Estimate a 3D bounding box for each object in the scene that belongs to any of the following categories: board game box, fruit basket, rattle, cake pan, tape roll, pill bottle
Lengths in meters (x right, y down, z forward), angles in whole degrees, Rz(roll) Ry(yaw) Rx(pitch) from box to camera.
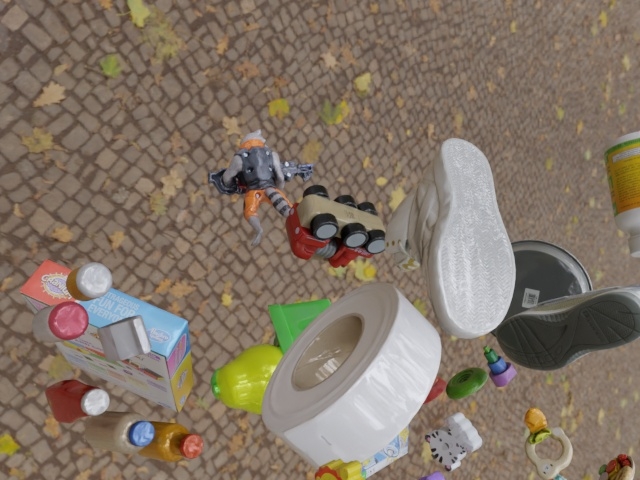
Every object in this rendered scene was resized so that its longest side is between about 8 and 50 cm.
[{"bbox_3d":[-0.341,0.178,0.919,0.316,0.242,0.064,109,5,-57],"label":"board game box"},{"bbox_3d":[-0.084,0.360,1.411,0.392,0.392,0.283,-54,150,-25],"label":"fruit basket"},{"bbox_3d":[0.621,0.582,1.469,0.199,0.130,0.142,-71,158,-44],"label":"rattle"},{"bbox_3d":[0.133,0.426,1.188,0.201,0.035,0.136,0,93,-53],"label":"board game box"},{"bbox_3d":[0.532,0.144,1.377,0.054,0.293,0.293,-13,105,-65],"label":"cake pan"},{"bbox_3d":[0.041,0.199,0.824,0.100,0.286,0.286,46,62,-15],"label":"tape roll"},{"bbox_3d":[0.685,-0.094,1.131,0.136,0.136,0.245,14,69,-44],"label":"pill bottle"}]

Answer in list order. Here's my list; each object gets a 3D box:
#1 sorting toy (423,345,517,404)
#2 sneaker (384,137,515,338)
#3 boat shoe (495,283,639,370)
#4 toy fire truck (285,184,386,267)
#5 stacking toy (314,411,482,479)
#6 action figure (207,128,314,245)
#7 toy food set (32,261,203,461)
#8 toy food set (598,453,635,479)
[{"bbox_3d":[0.364,0.362,1.518,0.127,0.366,0.126,-34,92,-42],"label":"sorting toy"},{"bbox_3d":[0.159,0.022,0.720,0.108,0.169,0.292,19,51,-12],"label":"sneaker"},{"bbox_3d":[0.463,0.156,0.996,0.103,0.320,0.118,-19,76,-34],"label":"boat shoe"},{"bbox_3d":[0.000,0.000,1.255,0.217,0.246,0.158,15,41,-33],"label":"toy fire truck"},{"bbox_3d":[0.114,0.254,0.429,0.167,0.221,0.052,-3,137,-44],"label":"stacking toy"},{"bbox_3d":[-0.127,-0.172,1.556,0.341,0.178,0.330,-18,77,-28],"label":"action figure"},{"bbox_3d":[-0.214,0.135,0.564,0.111,0.105,0.232,-19,93,-46],"label":"toy food set"},{"bbox_3d":[0.499,0.399,0.914,0.083,0.020,0.082,-39,159,-57],"label":"toy food set"}]
